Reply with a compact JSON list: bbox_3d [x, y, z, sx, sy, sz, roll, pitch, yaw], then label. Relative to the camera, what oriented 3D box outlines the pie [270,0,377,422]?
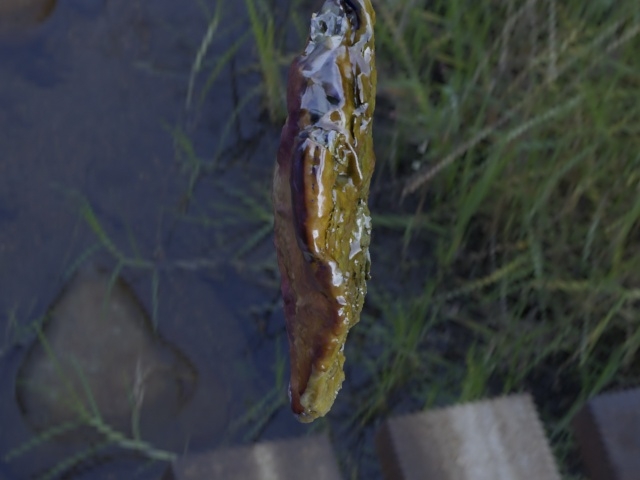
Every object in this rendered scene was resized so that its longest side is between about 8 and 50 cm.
[{"bbox_3d":[0.000,0.000,0.597,0.034,0.170,0.092,4,40,-2],"label":"pie"}]
